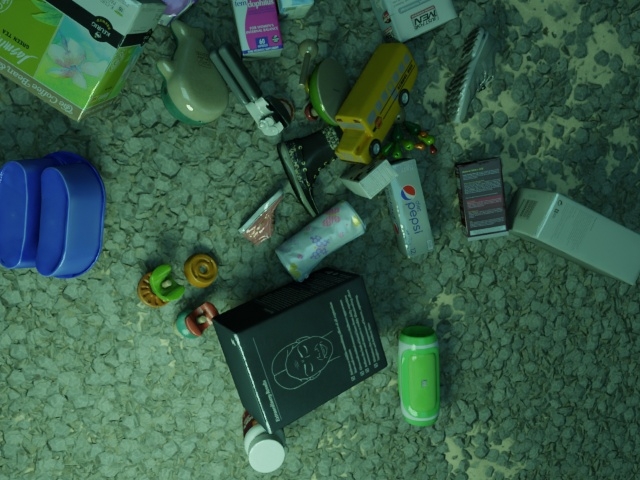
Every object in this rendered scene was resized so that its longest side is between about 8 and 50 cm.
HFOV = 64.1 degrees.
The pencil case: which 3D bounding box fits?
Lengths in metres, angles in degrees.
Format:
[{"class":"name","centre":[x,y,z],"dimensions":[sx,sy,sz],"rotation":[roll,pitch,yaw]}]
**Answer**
[{"class":"pencil case","centre":[0.000,0.000,1.492],"dimensions":[0.273,0.124,0.113],"rotation":[-38,147,-4]}]

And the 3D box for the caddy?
[{"class":"caddy","centre":[-0.692,-0.062,1.328],"dimensions":[0.241,0.179,0.341],"rotation":[11,98,12]}]

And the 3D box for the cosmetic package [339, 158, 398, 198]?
[{"class":"cosmetic package","centre":[0.128,-0.178,1.426],"dimensions":[0.099,0.239,0.060],"rotation":[-39,104,-3]}]

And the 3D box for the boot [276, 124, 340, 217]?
[{"class":"boot","centre":[-0.005,-0.203,1.477],"dimensions":[0.179,0.085,0.236],"rotation":[-26,103,-8]}]

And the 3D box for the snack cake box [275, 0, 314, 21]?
[{"class":"snack cake box","centre":[-0.093,-0.730,1.332],"dimensions":[0.089,0.152,0.264],"rotation":[-12,102,-8]}]

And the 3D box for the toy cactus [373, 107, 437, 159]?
[{"class":"toy cactus","centre":[0.229,-0.322,1.500],"dimensions":[0.219,0.112,0.180],"rotation":[-1,77,6]}]

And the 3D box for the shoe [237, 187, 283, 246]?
[{"class":"shoe","centre":[-0.153,-0.066,1.487],"dimensions":[0.081,0.063,0.178],"rotation":[43,95,-16]}]

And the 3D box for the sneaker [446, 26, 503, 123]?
[{"class":"sneaker","centre":[0.462,-0.477,1.506],"dimensions":[0.115,0.105,0.281],"rotation":[18,96,-13]}]

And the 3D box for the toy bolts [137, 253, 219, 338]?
[{"class":"toy bolts","centre":[-0.392,0.168,1.470],"dimensions":[0.218,0.158,0.228],"rotation":[-34,96,-45]}]

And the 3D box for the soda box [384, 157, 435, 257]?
[{"class":"soda box","centre":[0.260,-0.100,1.538],"dimensions":[0.091,0.098,0.286],"rotation":[-17,102,-6]}]

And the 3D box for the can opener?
[{"class":"can opener","centre":[-0.188,-0.404,1.381],"dimensions":[0.280,0.074,0.093],"rotation":[51,45,-31]}]

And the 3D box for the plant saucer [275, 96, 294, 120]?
[{"class":"plant saucer","centre":[-0.117,-0.366,1.463],"dimensions":[0.084,0.013,0.083],"rotation":[-2,100,-10]}]

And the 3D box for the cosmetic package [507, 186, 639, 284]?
[{"class":"cosmetic package","centre":[0.794,-0.018,1.596],"dimensions":[0.385,0.217,0.156],"rotation":[25,95,-12]}]

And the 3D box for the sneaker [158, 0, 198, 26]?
[{"class":"sneaker","centre":[-0.377,-0.697,1.318],"dimensions":[0.161,0.102,0.282],"rotation":[22,106,-17]}]

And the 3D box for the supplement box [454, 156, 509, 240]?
[{"class":"supplement box","centre":[0.497,-0.128,1.578],"dimensions":[0.130,0.073,0.239],"rotation":[-9,102,6]}]

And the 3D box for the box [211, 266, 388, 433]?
[{"class":"box","centre":[-0.054,0.287,1.434],"dimensions":[0.396,0.212,0.293],"rotation":[-22,104,-26]}]

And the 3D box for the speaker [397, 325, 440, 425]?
[{"class":"speaker","centre":[0.314,0.429,1.628],"dimensions":[0.131,0.131,0.296],"rotation":[-6,101,-10]}]

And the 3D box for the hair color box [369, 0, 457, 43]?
[{"class":"hair color box","centre":[0.212,-0.748,1.407],"dimensions":[0.185,0.113,0.374],"rotation":[-27,103,-5]}]

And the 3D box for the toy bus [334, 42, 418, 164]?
[{"class":"toy bus","centre":[0.146,-0.374,1.409],"dimensions":[0.130,0.108,0.332],"rotation":[45,70,-46]}]

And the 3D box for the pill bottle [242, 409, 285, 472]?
[{"class":"pill bottle","centre":[-0.168,0.575,1.512],"dimensions":[0.121,0.221,0.121],"rotation":[-2,100,-11]}]

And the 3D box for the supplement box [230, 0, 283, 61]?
[{"class":"supplement box","centre":[-0.177,-0.604,1.360],"dimensions":[0.111,0.114,0.219],"rotation":[-12,100,-8]}]

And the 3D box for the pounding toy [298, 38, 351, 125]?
[{"class":"pounding toy","centre":[-0.015,-0.417,1.418],"dimensions":[0.237,0.110,0.182],"rotation":[36,57,-48]}]

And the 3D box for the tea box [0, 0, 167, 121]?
[{"class":"tea box","centre":[-0.606,-0.518,1.201],"dimensions":[0.329,0.220,0.323],"rotation":[33,111,-14]}]

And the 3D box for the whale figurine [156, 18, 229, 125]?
[{"class":"whale figurine","centre":[-0.348,-0.436,1.354],"dimensions":[0.216,0.141,0.271],"rotation":[-5,81,-48]}]
